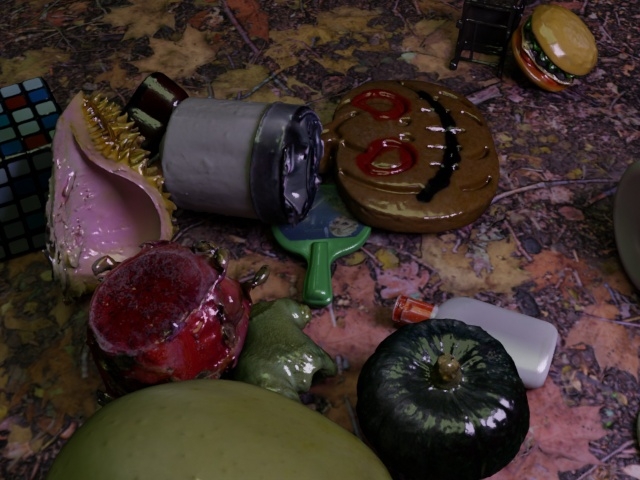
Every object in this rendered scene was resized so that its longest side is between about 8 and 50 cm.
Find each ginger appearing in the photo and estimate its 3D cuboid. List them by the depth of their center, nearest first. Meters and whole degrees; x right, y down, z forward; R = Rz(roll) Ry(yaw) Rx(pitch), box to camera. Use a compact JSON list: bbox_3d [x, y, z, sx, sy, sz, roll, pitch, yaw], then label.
[{"bbox_3d":[-0.043,0.188,1.043,0.137,0.089,0.290,16,39,-19],"label":"ginger"}]

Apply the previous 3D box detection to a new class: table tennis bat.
[{"bbox_3d":[0.000,0.000,1.248,0.160,0.039,0.257,0,45,3],"label":"table tennis bat"}]

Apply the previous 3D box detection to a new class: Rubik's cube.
[{"bbox_3d":[-0.462,-0.109,1.245,0.184,0.187,0.182,-19,50,-20],"label":"Rubik's cube"}]

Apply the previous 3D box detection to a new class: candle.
[{"bbox_3d":[-0.158,-0.127,1.261,0.330,0.187,0.187,7,47,19],"label":"candle"}]

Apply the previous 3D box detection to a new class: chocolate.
[{"bbox_3d":[-0.272,-0.197,1.392,0.080,0.125,0.149,36,93,18],"label":"chocolate"}]

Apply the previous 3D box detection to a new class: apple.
[{"bbox_3d":[-0.087,0.304,0.754,0.357,0.357,0.357,0,47,0],"label":"apple"}]

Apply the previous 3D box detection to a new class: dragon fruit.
[{"bbox_3d":[-0.198,0.090,1.049,0.282,0.147,0.211,-43,38,-12],"label":"dragon fruit"}]

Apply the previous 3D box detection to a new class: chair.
[{"bbox_3d":[0.333,-0.429,1.596,0.113,0.106,0.229,14,48,10],"label":"chair"}]

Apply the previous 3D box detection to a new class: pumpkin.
[{"bbox_3d":[0.148,0.191,0.992,0.211,0.152,0.212,-3,61,5],"label":"pumpkin"}]

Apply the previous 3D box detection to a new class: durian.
[{"bbox_3d":[-0.304,-0.084,1.191,0.185,0.305,0.196,-5,21,-8],"label":"durian"}]

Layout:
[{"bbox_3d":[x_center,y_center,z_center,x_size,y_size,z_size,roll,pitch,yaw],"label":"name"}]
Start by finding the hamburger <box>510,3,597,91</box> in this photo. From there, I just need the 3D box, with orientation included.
[{"bbox_3d":[0.425,-0.353,1.496,0.162,0.115,0.162,18,55,-27],"label":"hamburger"}]

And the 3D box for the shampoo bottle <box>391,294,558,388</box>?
[{"bbox_3d":[0.206,0.126,1.120,0.220,0.051,0.108,18,52,15],"label":"shampoo bottle"}]

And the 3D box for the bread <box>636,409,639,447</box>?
[{"bbox_3d":[0.464,0.230,1.037,0.112,0.036,0.193,30,54,26],"label":"bread"}]

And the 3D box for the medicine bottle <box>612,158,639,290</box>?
[{"bbox_3d":[0.633,-0.037,1.166,0.371,0.211,0.211,-7,48,-7],"label":"medicine bottle"}]

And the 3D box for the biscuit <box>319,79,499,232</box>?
[{"bbox_3d":[0.133,-0.156,1.357,0.313,0.063,0.368,3,45,-4],"label":"biscuit"}]
